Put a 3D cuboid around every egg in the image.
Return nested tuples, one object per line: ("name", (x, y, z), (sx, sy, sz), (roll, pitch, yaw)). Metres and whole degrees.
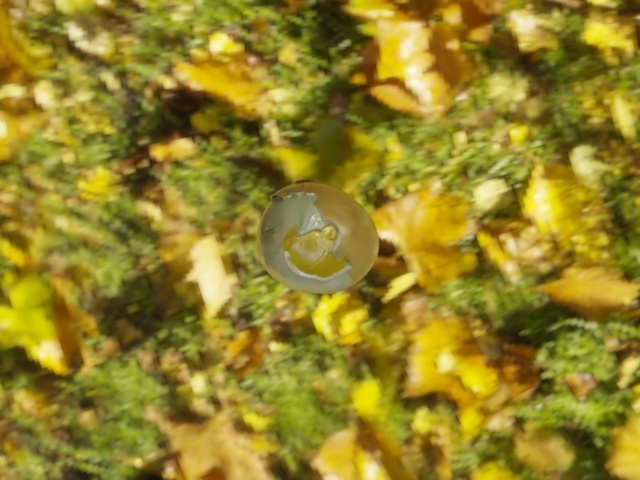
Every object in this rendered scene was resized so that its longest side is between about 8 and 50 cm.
("egg", (0.000, 0.000, 1.035), (0.071, 0.083, 0.071), (-27, 53, 43))
